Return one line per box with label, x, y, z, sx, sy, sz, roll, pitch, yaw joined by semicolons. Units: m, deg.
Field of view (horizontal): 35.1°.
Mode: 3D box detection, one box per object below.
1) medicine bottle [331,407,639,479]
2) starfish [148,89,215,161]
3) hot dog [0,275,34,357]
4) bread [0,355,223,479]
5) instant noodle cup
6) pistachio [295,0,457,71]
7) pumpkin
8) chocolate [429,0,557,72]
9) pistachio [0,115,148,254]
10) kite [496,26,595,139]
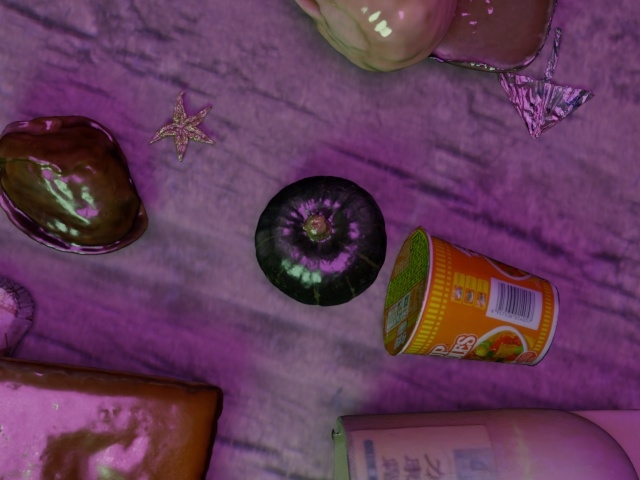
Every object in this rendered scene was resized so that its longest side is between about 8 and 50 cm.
medicine bottle;0.224;0.320;1.221;0.406;0.236;0.235;-2;89;-4
starfish;-0.181;-0.148;1.310;0.086;0.016;0.092;-5;94;-6
hot dog;-0.436;0.132;1.260;0.108;0.059;0.191;27;84;-14
bread;-0.305;0.305;1.201;0.333;0.143;0.323;9;87;-15
instant noodle cup;0.191;0.083;1.274;0.185;0.168;0.168;14;87;-12
pistachio;0.067;-0.364;1.250;0.214;0.193;0.318;2;79;-18
pumpkin;0.001;0.001;1.267;0.167;0.125;0.167;0;97;1
chocolate;0.235;-0.337;1.317;0.161;0.083;0.261;15;87;13
pistachio;-0.304;-0.069;1.242;0.210;0.130;0.165;38;83;-11
kite;0.302;-0.210;1.356;0.139;0.011;0.156;15;88;-7
